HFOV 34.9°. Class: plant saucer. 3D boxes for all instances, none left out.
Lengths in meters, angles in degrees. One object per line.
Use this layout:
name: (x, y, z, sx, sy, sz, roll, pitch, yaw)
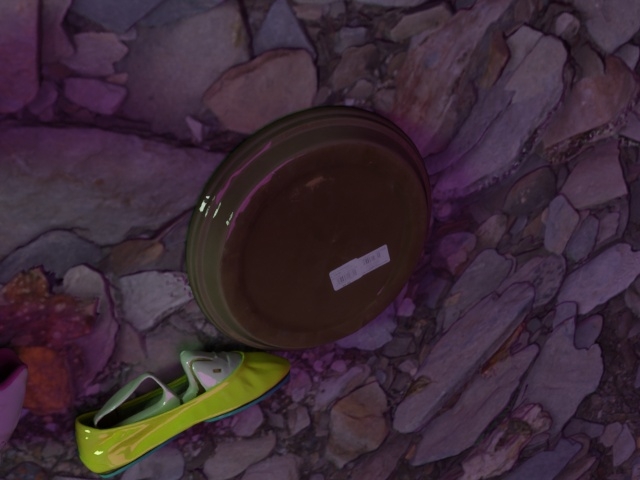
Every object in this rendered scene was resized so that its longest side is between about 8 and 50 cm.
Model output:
plant saucer: (0.000, 0.000, 1.031, 0.277, 0.041, 0.278, -14, 123, -23)

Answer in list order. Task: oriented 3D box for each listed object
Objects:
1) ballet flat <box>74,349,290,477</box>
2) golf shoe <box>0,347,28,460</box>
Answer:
ballet flat: (-0.141, 0.156, 1.025, 0.231, 0.077, 0.077, -27, 110, -11)
golf shoe: (-0.377, 0.115, 0.844, 0.306, 0.115, 0.140, 32, 88, -51)
